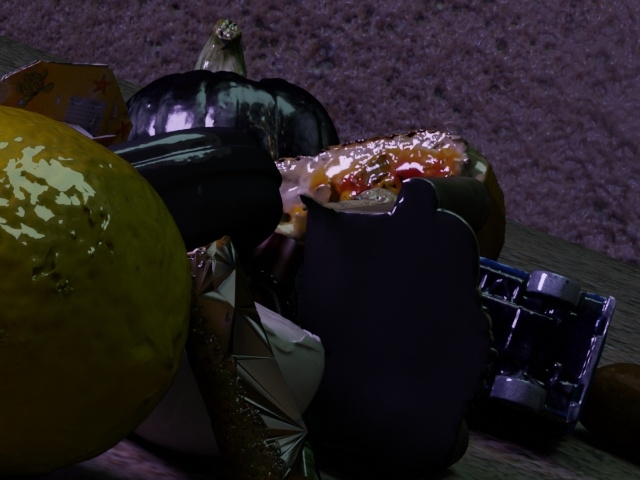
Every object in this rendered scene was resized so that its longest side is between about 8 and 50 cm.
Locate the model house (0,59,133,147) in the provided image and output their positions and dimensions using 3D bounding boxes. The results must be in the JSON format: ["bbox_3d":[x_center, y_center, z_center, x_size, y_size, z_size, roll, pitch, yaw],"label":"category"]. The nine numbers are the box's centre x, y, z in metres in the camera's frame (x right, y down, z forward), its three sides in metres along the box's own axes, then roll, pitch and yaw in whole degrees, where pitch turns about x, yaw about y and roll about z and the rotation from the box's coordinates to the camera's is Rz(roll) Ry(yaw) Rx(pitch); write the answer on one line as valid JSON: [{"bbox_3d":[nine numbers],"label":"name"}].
[{"bbox_3d":[-0.265,-0.065,1.860,0.207,0.219,0.136,11,16,-34],"label":"model house"}]

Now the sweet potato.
[{"bbox_3d":[0.380,0.202,1.870,0.292,0.097,0.097,27,12,38],"label":"sweet potato"}]

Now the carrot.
[{"bbox_3d":[-0.052,0.107,1.282,0.069,0.069,0.229,7,57,-52],"label":"carrot"}]

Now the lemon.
[{"bbox_3d":[-0.216,0.031,1.239,0.267,0.267,0.267,17,9,-3],"label":"lemon"}]

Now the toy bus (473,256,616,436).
[{"bbox_3d":[0.139,0.084,1.848,0.287,0.138,0.175,19,-9,9],"label":"toy bus"}]

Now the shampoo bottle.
[{"bbox_3d":[-0.057,0.062,1.753,0.084,0.129,0.323,7,10,2],"label":"shampoo bottle"}]

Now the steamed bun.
[{"bbox_3d":[-0.107,0.093,1.437,0.177,0.131,0.228,23,1,-41],"label":"steamed bun"}]

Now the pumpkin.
[{"bbox_3d":[-0.122,-0.126,2.281,0.295,0.296,0.296,17,9,-3],"label":"pumpkin"}]

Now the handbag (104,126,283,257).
[{"bbox_3d":[-0.180,-0.006,1.597,0.308,0.093,0.254,-16,-14,-18],"label":"handbag"}]

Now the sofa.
[{"bbox_3d":[0.082,0.073,1.553,0.182,0.258,0.200,6,4,17],"label":"sofa"}]

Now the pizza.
[{"bbox_3d":[0.000,0.000,2.076,0.406,0.130,0.440,2,-21,-3],"label":"pizza"}]
